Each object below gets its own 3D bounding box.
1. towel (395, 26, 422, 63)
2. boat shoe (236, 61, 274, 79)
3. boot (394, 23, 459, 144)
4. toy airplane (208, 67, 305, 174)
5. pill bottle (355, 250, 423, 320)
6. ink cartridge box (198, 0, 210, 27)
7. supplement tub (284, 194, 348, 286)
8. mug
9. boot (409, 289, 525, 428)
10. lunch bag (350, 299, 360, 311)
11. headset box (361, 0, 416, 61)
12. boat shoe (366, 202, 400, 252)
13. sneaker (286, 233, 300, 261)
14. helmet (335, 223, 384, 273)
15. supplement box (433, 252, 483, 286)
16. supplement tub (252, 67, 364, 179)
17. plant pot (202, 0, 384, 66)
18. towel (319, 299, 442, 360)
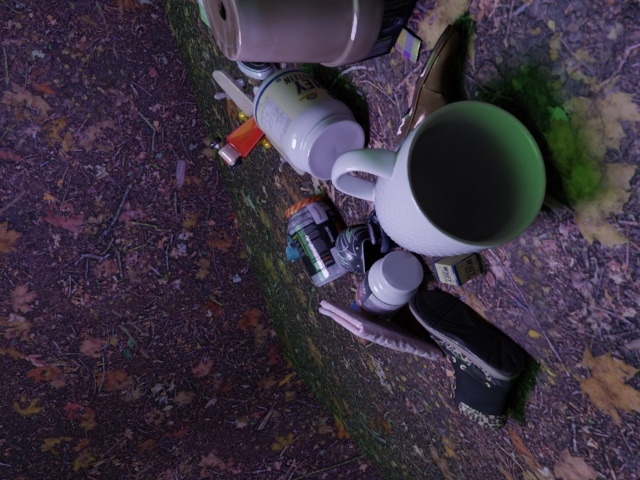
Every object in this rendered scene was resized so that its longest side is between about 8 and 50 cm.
[{"bbox_3d":[0.200,-0.452,1.171,0.083,0.009,0.060,52,156,30],"label":"towel"},{"bbox_3d":[-0.274,-0.727,1.868,0.335,0.121,0.119,57,163,26],"label":"boat shoe"},{"bbox_3d":[0.259,-0.316,1.107,0.115,0.112,0.305,27,144,12],"label":"boot"},{"bbox_3d":[-0.224,-0.451,1.944,0.384,0.272,0.386,12,125,18],"label":"toy airplane"},{"bbox_3d":[0.217,0.144,1.614,0.162,0.162,0.278,58,159,17],"label":"pill bottle"},{"bbox_3d":[-0.294,-0.873,1.618,0.119,0.207,0.353,53,157,33],"label":"ink cartridge box"},{"bbox_3d":[0.000,0.000,1.940,0.316,0.193,0.193,63,160,4],"label":"supplement tub"},{"bbox_3d":[0.207,-0.111,1.065,0.328,0.374,0.276,144,137,-77],"label":"mug"},{"bbox_3d":[0.397,0.332,1.440,0.377,0.138,0.284,35,145,45],"label":"boot"},{"bbox_3d":[0.166,0.261,2.024,0.067,0.065,0.098,44,155,9],"label":"lunch bag"},{"bbox_3d":[0.091,-0.579,1.103,0.246,0.131,0.283,63,159,11],"label":"headset box"},{"bbox_3d":[0.207,-0.111,1.339,0.127,0.158,0.340,45,152,43],"label":"boat shoe"},{"bbox_3d":[-0.053,0.047,2.148,0.295,0.178,0.124,47,153,40],"label":"sneaker"},{"bbox_3d":[0.128,0.027,1.692,0.169,0.161,0.169,51,155,36],"label":"helmet"},{"bbox_3d":[0.351,0.069,1.302,0.083,0.083,0.056,9,123,65],"label":"supplement box"},{"bbox_3d":[-0.038,-0.354,1.551,0.325,0.235,0.235,49,155,36],"label":"supplement tub"},{"bbox_3d":[-0.076,-0.490,1.027,0.323,0.280,0.323,52,155,35],"label":"plant pot"},{"bbox_3d":[0.192,0.299,1.703,0.317,0.332,0.053,19,89,64],"label":"towel"}]
